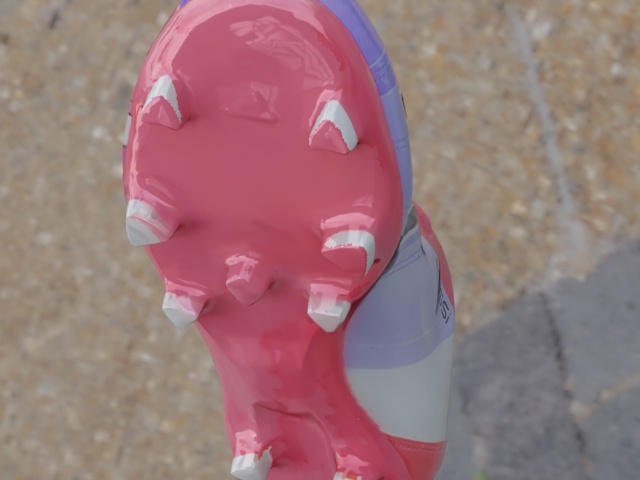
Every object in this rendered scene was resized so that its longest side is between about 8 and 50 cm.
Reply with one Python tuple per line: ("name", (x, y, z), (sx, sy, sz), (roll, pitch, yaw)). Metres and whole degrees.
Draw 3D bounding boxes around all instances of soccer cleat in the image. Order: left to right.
("soccer cleat", (0.000, 0.000, 0.594), (0.083, 0.248, 0.095), (8, 51, 17))
